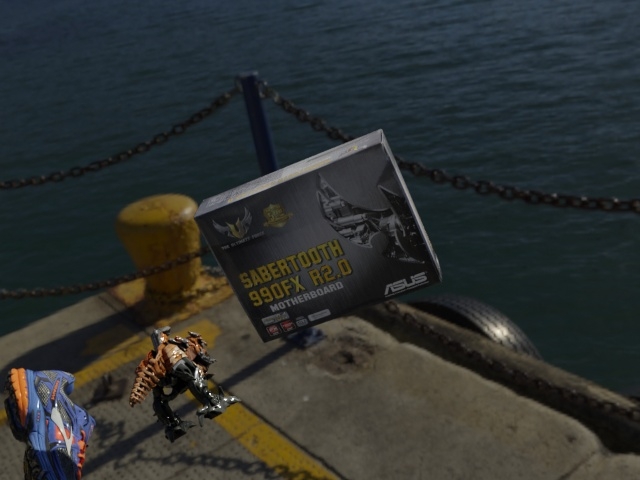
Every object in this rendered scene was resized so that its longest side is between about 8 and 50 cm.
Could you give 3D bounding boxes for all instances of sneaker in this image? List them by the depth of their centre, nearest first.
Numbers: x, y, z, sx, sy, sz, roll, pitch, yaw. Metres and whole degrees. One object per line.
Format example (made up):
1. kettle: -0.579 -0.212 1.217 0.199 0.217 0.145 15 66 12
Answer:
1. sneaker: -0.296 0.232 0.843 0.087 0.083 0.221 -8 53 -34

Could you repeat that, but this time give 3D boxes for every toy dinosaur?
1. toy dinosaur: -0.304 0.286 1.499 0.164 0.218 0.322 -32 -4 36

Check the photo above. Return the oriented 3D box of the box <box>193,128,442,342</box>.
1. box: 0.000 0.000 0.844 0.231 0.183 0.056 -20 23 13
